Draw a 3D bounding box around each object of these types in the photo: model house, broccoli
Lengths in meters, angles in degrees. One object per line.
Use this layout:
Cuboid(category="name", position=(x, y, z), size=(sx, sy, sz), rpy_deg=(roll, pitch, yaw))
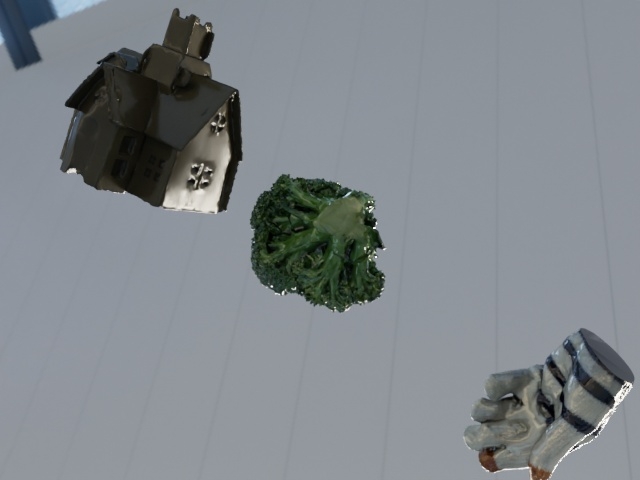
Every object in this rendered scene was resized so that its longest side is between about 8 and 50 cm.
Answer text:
Cuboid(category="model house", position=(-0.219, -0.184, 0.877), size=(0.211, 0.204, 0.243), rpy_deg=(25, -80, 23))
Cuboid(category="broccoli", position=(0.000, 0.000, 0.853), size=(0.195, 0.195, 0.156), rpy_deg=(-60, -164, -18))

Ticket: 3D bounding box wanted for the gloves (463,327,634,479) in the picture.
Cuboid(category="gloves", position=(0.298, 0.225, 0.884), size=(0.218, 0.131, 0.140), rpy_deg=(-54, -128, 23))
